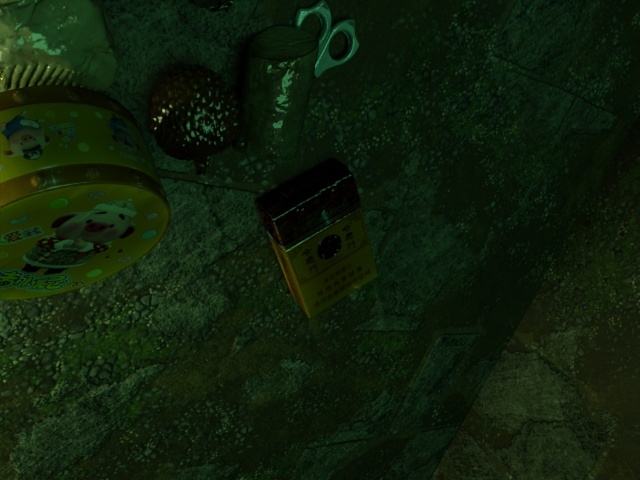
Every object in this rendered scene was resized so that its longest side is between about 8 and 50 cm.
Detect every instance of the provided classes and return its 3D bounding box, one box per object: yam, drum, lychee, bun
[{"bbox_3d":[-0.107,-0.333,1.453,0.168,0.168,0.304,-6,124,-32],"label":"yam"},{"bbox_3d":[-0.511,-0.075,1.180,0.431,0.214,0.431,-24,161,-9],"label":"drum"},{"bbox_3d":[-0.272,-0.260,1.361,0.200,0.200,0.238,-15,106,-27],"label":"lychee"},{"bbox_3d":[-0.490,-0.368,1.103,0.281,0.281,0.205,-1,86,-35],"label":"bun"}]

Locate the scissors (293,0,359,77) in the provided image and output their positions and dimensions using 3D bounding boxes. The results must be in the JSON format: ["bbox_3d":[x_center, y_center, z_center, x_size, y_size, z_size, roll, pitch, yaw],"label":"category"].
[{"bbox_3d":[-0.041,-0.401,1.544,0.191,0.029,0.360,17,111,-37],"label":"scissors"}]

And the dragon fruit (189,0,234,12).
[{"bbox_3d":[-0.220,-0.545,1.218,0.182,0.182,0.189,-16,108,-26],"label":"dragon fruit"}]

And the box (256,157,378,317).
[{"bbox_3d":[0.000,-0.001,1.787,0.264,0.116,0.415,-29,133,-15],"label":"box"}]
